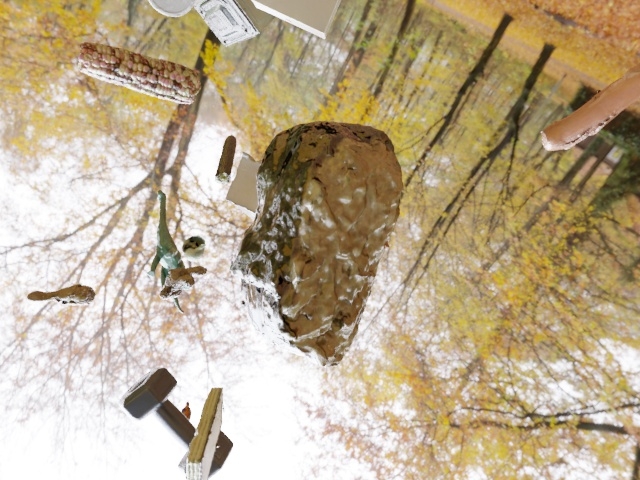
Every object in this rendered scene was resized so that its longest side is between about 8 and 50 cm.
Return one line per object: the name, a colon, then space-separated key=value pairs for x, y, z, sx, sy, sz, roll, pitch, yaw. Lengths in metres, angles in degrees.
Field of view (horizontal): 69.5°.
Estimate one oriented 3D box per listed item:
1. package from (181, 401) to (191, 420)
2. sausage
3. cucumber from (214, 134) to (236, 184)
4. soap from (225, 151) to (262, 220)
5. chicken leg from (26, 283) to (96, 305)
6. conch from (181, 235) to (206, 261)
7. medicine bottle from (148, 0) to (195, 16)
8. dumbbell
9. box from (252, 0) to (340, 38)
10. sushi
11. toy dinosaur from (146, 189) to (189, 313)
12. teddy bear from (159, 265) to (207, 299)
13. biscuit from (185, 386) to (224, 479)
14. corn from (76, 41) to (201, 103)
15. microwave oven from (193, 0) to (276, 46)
package: x=-0.408 y=0.543 z=1.390 sx=0.033 sy=0.077 sz=0.111 roll=29 pitch=-155 yaw=-32
sausage: x=0.628 y=-0.298 z=1.005 sx=0.078 sy=0.304 sz=0.078 roll=33 pitch=-144 yaw=-28
cucumber: x=-0.390 y=-0.352 z=1.935 sx=0.067 sy=0.067 sz=0.245 roll=18 pitch=-117 yaw=-23
soap: x=-0.113 y=-0.111 z=1.394 sx=0.257 sy=0.159 sz=0.302 roll=19 pitch=172 yaw=23
chicken leg: x=-0.814 y=0.172 z=1.457 sx=0.197 sy=0.069 sz=0.085 roll=4 pitch=174 yaw=-43
conch: x=-0.412 y=0.026 z=1.513 sx=0.076 sy=0.085 sz=0.056 roll=55 pitch=172 yaw=8
medicine bottle: x=-0.316 y=-0.558 z=0.978 sx=0.105 sy=0.105 sz=0.168 roll=15 pitch=-139 yaw=-28
dumbbell: x=-0.387 y=0.501 z=1.250 sx=0.325 sy=0.160 sz=0.144 roll=52 pitch=176 yaw=-11
box: x=-0.026 y=-0.420 z=0.747 sx=0.129 sy=0.130 sz=0.051 roll=24 pitch=-169 yaw=-3
sushi: x=0.000 y=0.000 z=0.672 sx=0.210 sy=0.350 sz=0.170 roll=11 pitch=-174 yaw=-35
toy dinosaur: x=-0.581 y=0.040 z=1.800 sx=0.129 sy=0.384 sz=0.331 roll=-9 pitch=-137 yaw=-6
teddy bear: x=-0.410 y=0.115 z=1.319 sx=0.078 sy=0.160 sz=0.119 roll=49 pitch=-145 yaw=-13
biscuit: x=-0.238 y=0.417 z=0.963 sx=0.040 sy=0.121 sz=0.199 roll=4 pitch=-155 yaw=0
corn: x=-0.416 y=-0.391 z=1.081 sx=0.280 sy=0.092 sz=0.092 roll=5 pitch=-144 yaw=-37
microwave oven: x=-0.215 y=-0.598 z=1.174 sx=0.205 sy=0.129 sz=0.163 roll=16 pitch=151 yaw=54
